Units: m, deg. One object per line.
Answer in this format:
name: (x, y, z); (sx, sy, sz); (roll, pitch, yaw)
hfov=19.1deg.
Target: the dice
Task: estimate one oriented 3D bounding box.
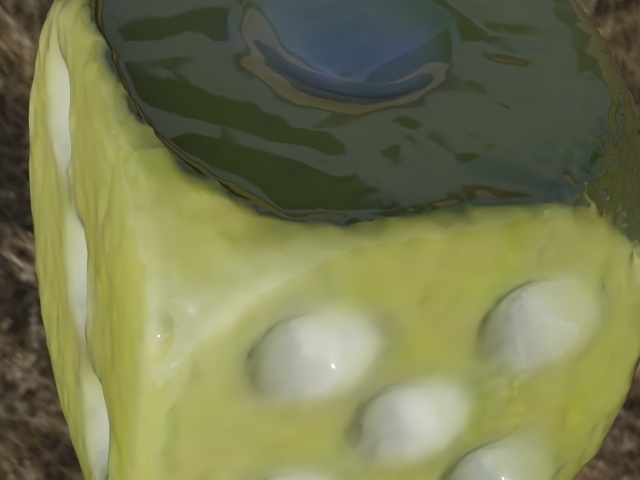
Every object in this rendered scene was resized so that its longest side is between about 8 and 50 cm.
dice: (0.000, 0.000, 0.628); (0.169, 0.169, 0.166); (-6, 45, -17)
